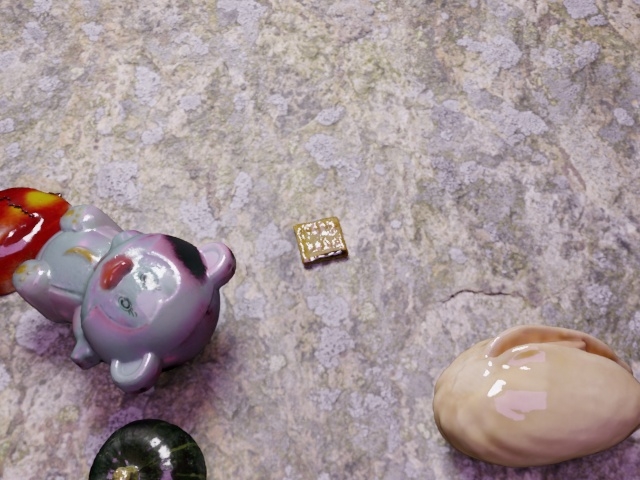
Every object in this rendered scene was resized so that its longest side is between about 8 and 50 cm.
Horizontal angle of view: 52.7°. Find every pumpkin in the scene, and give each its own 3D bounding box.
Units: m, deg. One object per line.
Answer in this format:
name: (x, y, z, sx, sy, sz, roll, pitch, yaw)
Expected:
pumpkin: (-0.241, 0.335, 0.897, 0.167, 0.125, 0.167, 2, 74, -6)

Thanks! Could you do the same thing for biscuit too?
biscuit: (0.000, 0.000, 1.122, 0.083, 0.018, 0.081, -13, 65, -8)

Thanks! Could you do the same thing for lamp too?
lamp: (-0.283, 0.092, 0.976, 0.301, 0.247, 0.247, 17, 59, 32)

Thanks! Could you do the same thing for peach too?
peach: (-0.556, 0.001, 1.088, 0.189, 0.068, 0.279, 40, 70, 19)

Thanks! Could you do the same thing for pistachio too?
pistachio: (0.320, 0.231, 0.930, 0.318, 0.213, 0.193, 3, 23, -7)
